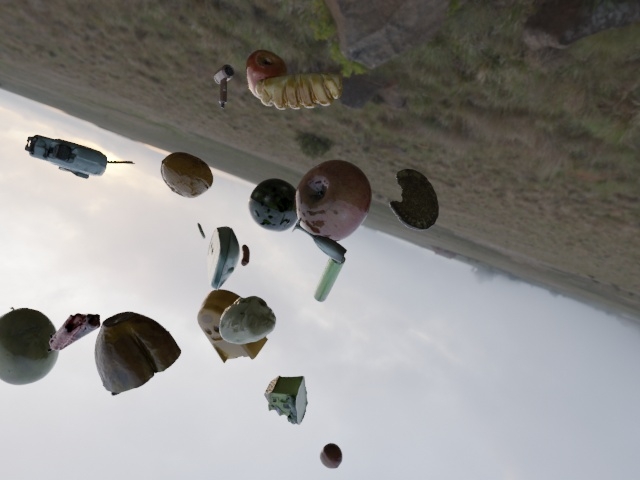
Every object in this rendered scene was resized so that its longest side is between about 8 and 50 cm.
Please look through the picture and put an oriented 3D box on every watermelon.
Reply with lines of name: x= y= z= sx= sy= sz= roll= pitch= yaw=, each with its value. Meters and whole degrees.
watermelon: x=-0.215 y=-0.167 z=2.110 sx=0.269 sy=0.269 sz=0.269 roll=20 pitch=-176 yaw=-2

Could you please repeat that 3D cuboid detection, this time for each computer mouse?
computer mouse: x=-0.319 y=0.053 z=1.483 sx=0.097 sy=0.159 sz=0.288 roll=15 pitch=-162 yaw=-23

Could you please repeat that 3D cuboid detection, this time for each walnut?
walnut: x=-0.516 y=-0.249 z=1.707 sx=0.211 sy=0.167 sz=0.087 roll=28 pitch=-177 yaw=-27

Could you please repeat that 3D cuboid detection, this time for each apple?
apple: x=-0.219 y=-0.666 z=1.791 sx=0.199 sy=0.199 sz=0.199 roll=20 pitch=-176 yaw=-2
apple: x=0.042 y=-0.167 z=1.808 sx=0.269 sy=0.345 sz=0.345 roll=33 pitch=175 yaw=-39

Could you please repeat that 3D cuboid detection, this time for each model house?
model house: x=-0.176 y=0.790 z=2.157 sx=0.189 sy=0.214 sz=0.195 roll=2 pitch=-152 yaw=15

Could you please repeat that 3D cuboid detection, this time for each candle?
candle: x=-0.756 y=0.283 z=1.328 sx=0.084 sy=0.301 sz=0.059 roll=43 pitch=-144 yaw=-20

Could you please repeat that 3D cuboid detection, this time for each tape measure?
tape measure: x=-0.611 y=-0.206 z=1.213 sx=0.164 sy=0.084 sz=0.330 roll=22 pitch=-178 yaw=19

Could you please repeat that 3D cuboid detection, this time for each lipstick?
lipstick: x=0.039 y=0.173 z=2.063 sx=0.076 sy=0.304 sz=0.076 roll=11 pitch=-135 yaw=-11

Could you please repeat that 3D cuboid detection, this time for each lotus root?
lotus root: x=-0.503 y=0.281 z=1.188 sx=0.199 sy=0.180 sz=0.188 roll=-12 pitch=-163 yaw=8

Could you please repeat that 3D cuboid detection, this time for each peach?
peach: x=0.040 y=0.754 z=1.538 sx=0.083 sy=0.083 sz=0.083 roll=20 pitch=-176 yaw=-2

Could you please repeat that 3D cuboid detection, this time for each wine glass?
wine glass: x=0.000 y=0.000 z=1.498 sx=0.198 sy=0.066 sz=0.066 roll=33 pitch=-174 yaw=5

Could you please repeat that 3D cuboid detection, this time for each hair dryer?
hair dryer: x=-0.435 y=-0.692 z=1.990 sx=0.064 sy=0.182 sz=0.117 roll=1 pitch=-177 yaw=-33

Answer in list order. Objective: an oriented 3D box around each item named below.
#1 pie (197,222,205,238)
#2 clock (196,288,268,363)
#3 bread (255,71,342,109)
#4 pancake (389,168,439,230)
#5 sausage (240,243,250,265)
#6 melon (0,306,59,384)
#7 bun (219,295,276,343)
pie: x=-0.534 y=-0.043 z=1.973 sx=0.017 sy=0.085 sz=0.085 roll=-22 pitch=-163 yaw=-13
clock: x=-0.404 y=0.369 z=1.953 sx=0.244 sy=0.317 sz=0.200 roll=-17 pitch=-151 yaw=30
bread: x=-0.076 y=-0.532 z=1.566 sx=0.311 sy=0.121 sz=0.173 roll=1 pitch=-157 yaw=17
pancake: x=0.399 y=-0.176 z=1.892 sx=0.286 sy=0.288 sz=0.033 roll=-14 pitch=166 yaw=-32
sausage: x=-0.346 y=0.069 z=2.027 sx=0.043 sy=0.043 sz=0.186 roll=18 pitch=-161 yaw=-16
melon: x=-1.261 y=0.439 z=1.863 sx=0.268 sy=0.330 sz=0.268 roll=-11 pitch=-174 yaw=1
bun: x=-0.276 y=0.288 z=1.669 sx=0.231 sy=0.133 sz=0.231 roll=-5 pitch=-159 yaw=2
